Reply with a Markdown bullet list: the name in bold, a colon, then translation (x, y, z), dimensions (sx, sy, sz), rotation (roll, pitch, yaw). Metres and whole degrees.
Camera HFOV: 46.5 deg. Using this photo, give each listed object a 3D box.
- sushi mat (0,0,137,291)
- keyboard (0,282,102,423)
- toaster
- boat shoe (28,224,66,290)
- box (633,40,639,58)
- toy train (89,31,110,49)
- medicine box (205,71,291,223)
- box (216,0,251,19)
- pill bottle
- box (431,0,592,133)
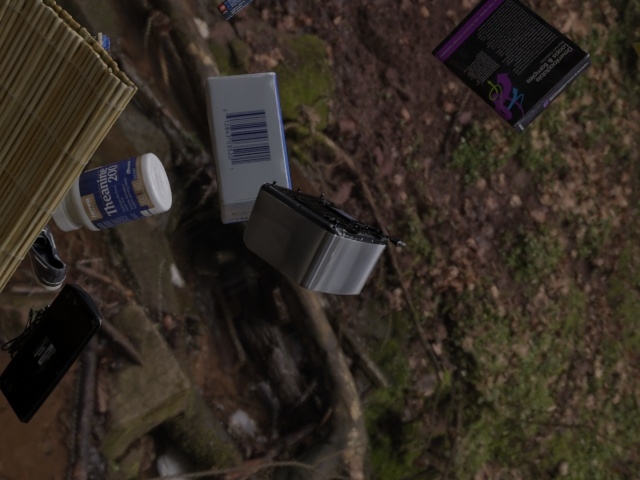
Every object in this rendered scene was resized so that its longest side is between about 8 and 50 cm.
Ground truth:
- **sushi mat**: translation (-0.308, -0.079, 0.709), dimensions (0.151, 0.316, 0.019), rotation (43, 24, 4)
- **keyboard**: translation (-0.333, 0.130, 0.922), dimensions (0.100, 0.192, 0.038), rotation (49, 20, 21)
- **toaster**: translation (0.000, 0.000, 1.149), dimensions (0.185, 0.110, 0.168), rotation (33, 14, 32)
- **boat shoe**: translation (-0.556, -0.002, 1.485), dimensions (0.075, 0.065, 0.206), rotation (-8, 60, -43)
- **box**: translation (0.606, -0.334, 1.266), dimensions (0.232, 0.087, 0.058), rotation (-26, 91, -54)
- **toy train**: translation (-0.346, -0.293, 1.138), dimensions (0.158, 0.036, 0.027), rotation (-165, -103, -67)
- **medicine box**: translation (-0.162, -0.192, 1.638), dimensions (0.289, 0.149, 0.264), rotation (134, -51, -80)
- **box**: translation (-0.124, -0.395, 1.204), dimensions (0.027, 0.094, 0.137), rotation (52, 4, -18)
- **pill bottle**: translation (-0.230, -0.049, 0.816), dimensions (0.067, 0.120, 0.067), rotation (-16, 90, -85)
- **box**: translation (0.226, -0.220, 0.897), dimensions (0.029, 0.116, 0.162), rotation (28, 21, -55)
